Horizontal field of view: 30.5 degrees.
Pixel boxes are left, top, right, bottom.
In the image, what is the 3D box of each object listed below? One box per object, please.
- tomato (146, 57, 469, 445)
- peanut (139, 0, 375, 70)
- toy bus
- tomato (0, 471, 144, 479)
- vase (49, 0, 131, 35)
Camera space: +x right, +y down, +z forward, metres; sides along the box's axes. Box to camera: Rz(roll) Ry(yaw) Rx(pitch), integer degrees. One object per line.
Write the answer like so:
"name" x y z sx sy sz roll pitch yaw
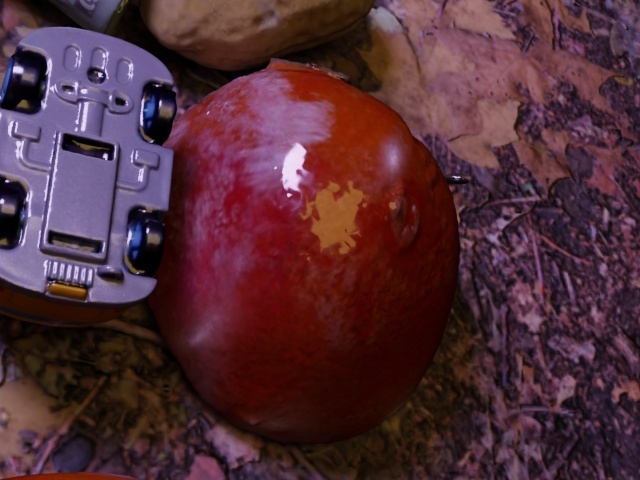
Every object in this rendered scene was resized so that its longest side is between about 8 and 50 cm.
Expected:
"tomato" 0.004 -0.005 0.916 0.309 0.170 0.309 11 63 -22
"peanut" -0.049 -0.220 1.009 0.224 0.129 0.129 -24 82 -32
"toy bus" -0.183 -0.037 0.854 0.126 0.136 0.209 12 64 -20
"tomato" -0.165 0.274 0.680 0.299 0.226 0.298 7 67 -16
"vase" -0.248 -0.256 0.944 0.219 0.096 0.096 30 59 -10
